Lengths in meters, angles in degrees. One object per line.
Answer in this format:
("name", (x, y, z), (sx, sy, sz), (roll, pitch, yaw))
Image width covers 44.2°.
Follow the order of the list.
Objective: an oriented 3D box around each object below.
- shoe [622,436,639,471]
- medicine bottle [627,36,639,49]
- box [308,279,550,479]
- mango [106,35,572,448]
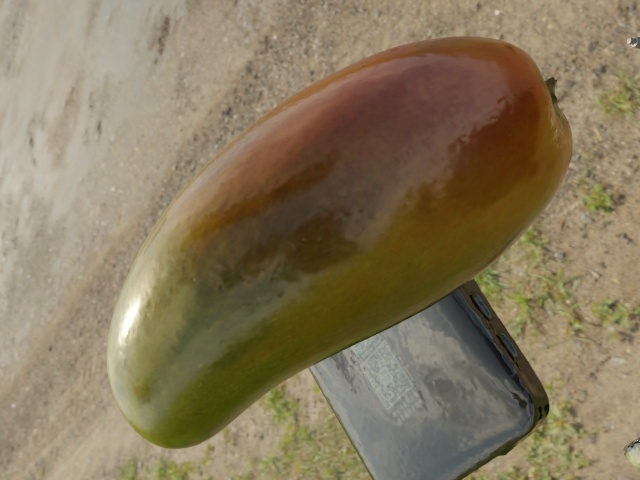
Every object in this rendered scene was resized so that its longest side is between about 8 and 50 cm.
("shoe", (0.427, 0.245, 0.908), (0.077, 0.074, 0.194), (62, 161, 20))
("medicine bottle", (0.533, -0.275, 1.156), (0.058, 0.199, 0.057), (-173, 90, -71))
("box", (0.100, 0.144, 0.916), (0.288, 0.073, 0.290), (58, 137, 22))
("mango", (0.000, -0.003, 0.426), (0.289, 0.146, 0.129), (-34, 61, -4))
